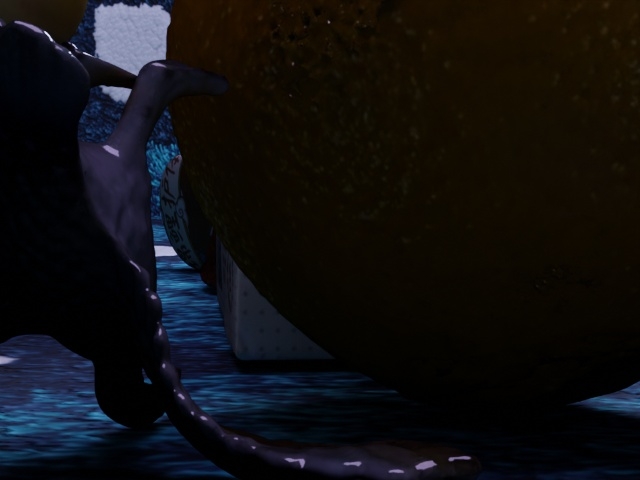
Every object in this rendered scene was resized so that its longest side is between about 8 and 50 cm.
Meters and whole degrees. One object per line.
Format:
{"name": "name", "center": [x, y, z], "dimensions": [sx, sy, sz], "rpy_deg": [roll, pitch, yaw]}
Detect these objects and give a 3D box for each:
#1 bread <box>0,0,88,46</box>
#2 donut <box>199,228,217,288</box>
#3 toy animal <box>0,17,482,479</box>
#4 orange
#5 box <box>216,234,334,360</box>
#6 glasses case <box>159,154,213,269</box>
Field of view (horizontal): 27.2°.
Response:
{"name": "bread", "center": [-0.238, -0.072, 0.466], "dimensions": [0.315, 0.211, 0.270], "rpy_deg": [-38, -4, 16]}
{"name": "donut", "center": [0.002, 0.001, 1.093], "dimensions": [0.217, 0.085, 0.141], "rpy_deg": [2, 3, 7]}
{"name": "toy animal", "center": [-0.067, 0.016, 0.449], "dimensions": [0.272, 0.160, 0.197], "rpy_deg": [8, 3, 15]}
{"name": "orange", "center": [0.072, -0.065, 0.543], "dimensions": [0.274, 0.274, 0.274], "rpy_deg": [0, 3, 0]}
{"name": "box", "center": [0.042, 0.011, 0.829], "dimensions": [0.210, 0.095, 0.330], "rpy_deg": [0, 1, -6]}
{"name": "glasses case", "center": [-0.034, -0.038, 1.252], "dimensions": [0.321, 0.122, 0.082], "rpy_deg": [-6, 9, 43]}
